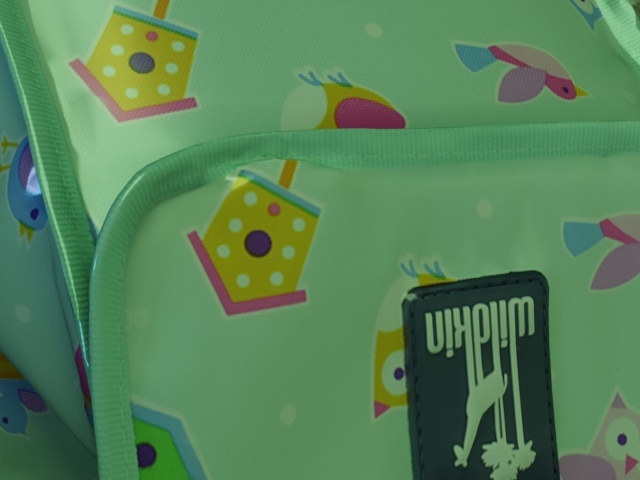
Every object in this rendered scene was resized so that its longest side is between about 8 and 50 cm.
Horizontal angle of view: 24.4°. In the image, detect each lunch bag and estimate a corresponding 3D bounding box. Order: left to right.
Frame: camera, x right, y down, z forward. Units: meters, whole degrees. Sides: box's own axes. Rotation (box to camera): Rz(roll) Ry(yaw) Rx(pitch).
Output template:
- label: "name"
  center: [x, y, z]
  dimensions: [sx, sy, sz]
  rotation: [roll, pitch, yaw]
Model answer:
- label: "lunch bag"
  center: [0.000, 0.000, 0.433]
  dimensions: [0.223, 0.160, 0.262]
  rotation: [-5, 59, -31]
